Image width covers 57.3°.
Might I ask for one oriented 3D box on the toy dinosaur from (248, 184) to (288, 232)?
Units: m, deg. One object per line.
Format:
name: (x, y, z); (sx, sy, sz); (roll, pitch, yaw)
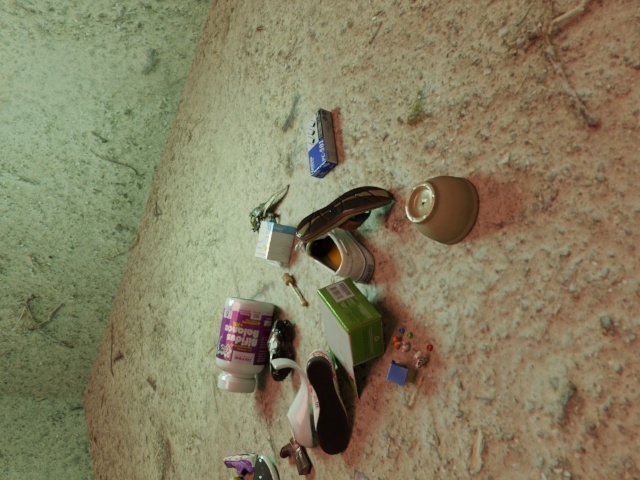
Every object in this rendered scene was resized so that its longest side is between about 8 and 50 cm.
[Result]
toy dinosaur: (-0.202, -0.096, 2.125); (0.268, 0.064, 0.118); (-35, 45, 43)

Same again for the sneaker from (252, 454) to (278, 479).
sneaker: (-0.205, 0.799, 1.753); (0.104, 0.147, 0.296); (-37, 50, 46)

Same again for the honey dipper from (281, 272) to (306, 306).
honey dipper: (-0.083, 0.159, 1.885); (0.161, 0.030, 0.030); (50, 121, 48)

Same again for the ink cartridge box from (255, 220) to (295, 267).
ink cartridge box: (-0.155, 0.014, 1.986); (0.092, 0.090, 0.143); (9, 87, 57)

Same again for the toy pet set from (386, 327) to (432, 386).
toy pet set: (0.191, 0.277, 1.390); (0.122, 0.065, 0.114); (23, 99, 58)

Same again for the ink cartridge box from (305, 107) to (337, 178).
ink cartridge box: (0.001, -0.314, 1.893); (0.097, 0.046, 0.207); (-38, 50, 46)

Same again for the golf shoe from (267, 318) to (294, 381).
golf shoe: (-0.130, 0.353, 1.865); (0.094, 0.077, 0.198); (141, 138, -59)

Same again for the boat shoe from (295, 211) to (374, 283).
boat shoe: (-0.003, 0.008, 1.690); (0.367, 0.156, 0.136); (48, 119, 51)

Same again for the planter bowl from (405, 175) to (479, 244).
planter bowl: (0.267, -0.078, 1.349); (0.162, 0.109, 0.162); (-23, 62, 52)

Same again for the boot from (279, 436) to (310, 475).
boot: (-0.073, 0.645, 1.709); (0.106, 0.037, 0.114); (-61, 41, 28)

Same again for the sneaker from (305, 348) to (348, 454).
sneaker: (0.020, 0.430, 1.597); (0.145, 0.090, 0.270); (-76, -26, -84)

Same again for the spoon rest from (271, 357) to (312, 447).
spoon rest: (-0.063, 0.458, 1.653); (0.137, 0.084, 0.276); (-148, 42, -70)

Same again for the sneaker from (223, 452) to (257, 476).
sneaker: (-0.270, 0.750, 1.947); (0.170, 0.068, 0.071); (-28, 63, 50)

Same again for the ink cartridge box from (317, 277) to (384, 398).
ink cartridge box: (0.085, 0.258, 1.549); (0.189, 0.097, 0.255); (-130, 25, -51)

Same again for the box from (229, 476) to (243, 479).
box: (-0.282, 0.891, 1.940); (0.105, 0.043, 0.179); (-51, 39, 35)

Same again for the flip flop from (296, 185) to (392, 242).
flip flop: (0.067, -0.062, 1.595); (0.277, 0.080, 0.112); (-29, 33, 3)

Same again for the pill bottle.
pill bottle: (-0.259, 0.349, 1.963); (0.169, 0.169, 0.302); (1, 81, 57)
